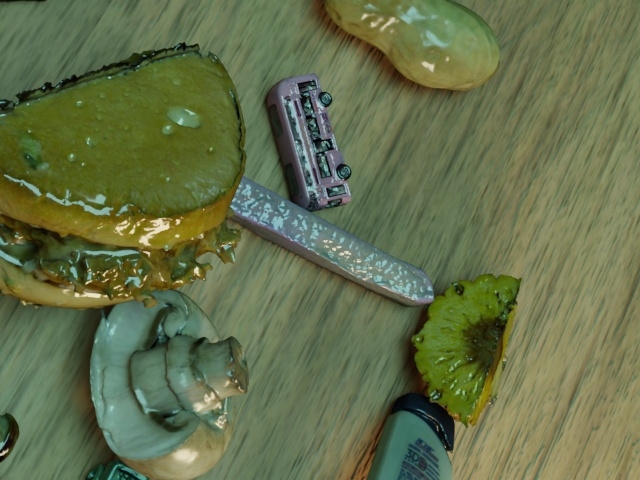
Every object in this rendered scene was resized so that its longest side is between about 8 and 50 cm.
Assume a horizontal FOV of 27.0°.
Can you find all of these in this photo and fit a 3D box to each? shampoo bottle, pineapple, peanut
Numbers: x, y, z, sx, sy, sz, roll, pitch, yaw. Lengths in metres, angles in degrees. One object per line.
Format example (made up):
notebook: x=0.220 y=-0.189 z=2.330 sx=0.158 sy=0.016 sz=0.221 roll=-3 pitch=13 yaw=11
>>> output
shampoo bottle: x=0.117 y=0.382 z=1.877 sx=0.134 sy=0.078 sz=0.359 roll=40 pitch=43 yaw=-16
pineapple: x=0.217 y=0.172 z=2.034 sx=0.140 sy=0.164 sz=0.249 roll=14 pitch=73 yaw=19
peanut: x=0.143 y=-0.324 z=2.045 sx=0.319 sy=0.147 sz=0.147 roll=26 pitch=71 yaw=-24

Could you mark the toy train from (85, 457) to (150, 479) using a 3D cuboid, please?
toy train: x=-0.286 y=0.361 z=1.729 sx=0.070 sy=0.099 sz=0.172 roll=33 pitch=69 yaw=-18

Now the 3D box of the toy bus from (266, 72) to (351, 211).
toy bus: x=-0.017 y=-0.144 z=1.975 sx=0.090 sy=0.063 sz=0.203 roll=-14 pitch=86 yaw=-26

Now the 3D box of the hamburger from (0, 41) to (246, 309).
hamburger: x=-0.253 y=-0.042 z=1.669 sx=0.287 sy=0.268 sz=0.445 roll=49 pitch=40 yaw=13

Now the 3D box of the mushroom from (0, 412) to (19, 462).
mushroom: x=-0.510 y=0.154 z=1.652 sx=0.107 sy=0.087 sz=0.333 roll=-40 pitch=99 yaw=-4

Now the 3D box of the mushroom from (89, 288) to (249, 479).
mushroom: x=-0.178 y=0.194 z=1.753 sx=0.195 sy=0.189 sz=0.253 roll=-16 pitch=66 yaw=11

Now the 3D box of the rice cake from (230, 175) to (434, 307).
rice cake: x=0.001 y=0.000 z=1.951 sx=0.399 sy=0.070 sz=0.064 roll=27 pitch=77 yaw=-22
